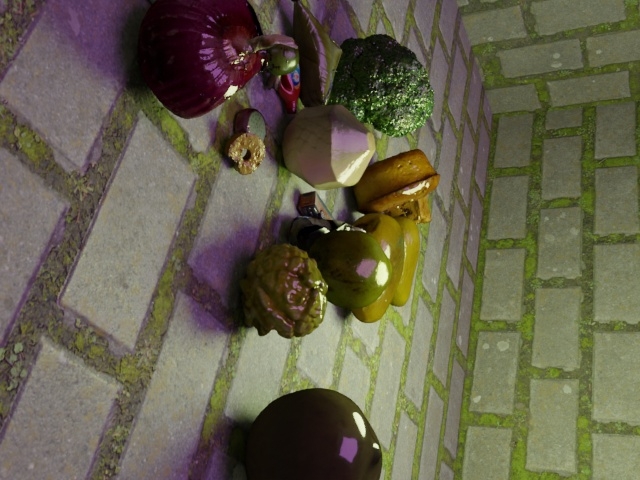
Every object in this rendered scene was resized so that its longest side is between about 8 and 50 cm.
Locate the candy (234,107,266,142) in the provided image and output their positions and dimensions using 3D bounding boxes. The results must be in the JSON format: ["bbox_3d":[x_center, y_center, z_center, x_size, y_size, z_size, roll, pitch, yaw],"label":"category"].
[{"bbox_3d":[-0.175,-0.282,1.768,0.103,0.043,0.103,11,77,-63],"label":"candy"}]

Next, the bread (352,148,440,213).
[{"bbox_3d":[0.250,-0.194,2.366,0.312,0.312,0.172,-23,92,-62],"label":"bread"}]

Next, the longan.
[{"bbox_3d":[-0.008,0.526,1.710,0.361,0.361,0.361,11,78,-63],"label":"longan"}]

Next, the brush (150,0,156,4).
[{"bbox_3d":[-0.381,-0.564,1.420,0.218,0.010,0.083,42,51,-54],"label":"brush"}]

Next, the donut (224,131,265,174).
[{"bbox_3d":[-0.185,-0.217,1.710,0.097,0.043,0.108,-38,136,-18],"label":"donut"}]

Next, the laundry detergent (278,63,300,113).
[{"bbox_3d":[-0.090,-0.434,1.948,0.097,0.049,0.165,-13,100,-52],"label":"laundry detergent"}]

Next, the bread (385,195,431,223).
[{"bbox_3d":[0.329,-0.129,2.656,0.143,0.149,0.158,-11,97,-67],"label":"bread"}]

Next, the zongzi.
[{"bbox_3d":[-0.035,-0.527,1.990,0.256,0.115,0.228,52,43,-52],"label":"zongzi"}]

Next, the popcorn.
[{"bbox_3d":[-0.095,0.137,1.720,0.212,0.259,0.259,-27,113,-35],"label":"popcorn"}]

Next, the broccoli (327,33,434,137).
[{"bbox_3d":[0.191,-0.500,2.265,0.413,0.310,0.321,-13,111,-29],"label":"broccoli"}]

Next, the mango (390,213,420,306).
[{"bbox_3d":[0.275,0.070,2.533,0.195,0.142,0.332,17,79,-55],"label":"mango"}]

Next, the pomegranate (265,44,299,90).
[{"bbox_3d":[-0.113,-0.468,1.855,0.114,0.114,0.142,-47,154,-55],"label":"pomegranate"}]

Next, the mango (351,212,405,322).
[{"bbox_3d":[0.173,0.089,2.276,0.253,0.182,0.365,36,55,-59],"label":"mango"}]

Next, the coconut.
[{"bbox_3d":[0.032,-0.263,1.955,0.259,0.259,0.259,11,78,-63],"label":"coconut"}]

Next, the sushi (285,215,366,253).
[{"bbox_3d":[0.010,-0.018,1.993,0.273,0.109,0.134,-21,133,-45],"label":"sushi"}]

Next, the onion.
[{"bbox_3d":[-0.255,-0.385,1.424,0.256,0.272,0.230,53,41,5],"label":"onion"}]

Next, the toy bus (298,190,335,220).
[{"bbox_3d":[-0.001,-0.065,2.077,0.192,0.065,0.077,54,34,-48],"label":"toy bus"}]

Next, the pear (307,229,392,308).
[{"bbox_3d":[0.073,0.073,1.849,0.269,0.212,0.212,13,75,-43],"label":"pear"}]
